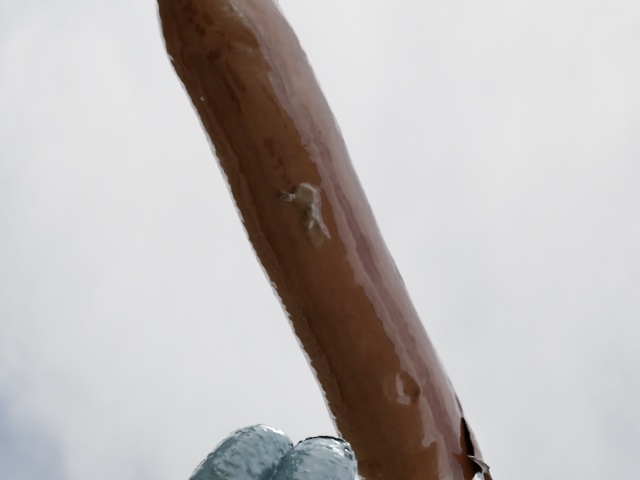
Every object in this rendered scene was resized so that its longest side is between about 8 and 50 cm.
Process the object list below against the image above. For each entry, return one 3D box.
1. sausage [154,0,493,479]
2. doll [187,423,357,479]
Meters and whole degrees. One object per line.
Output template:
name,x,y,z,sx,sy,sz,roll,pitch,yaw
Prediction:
sausage,0.000,0.000,1.176,0.094,0.094,0.419,-6,-69,60
doll,-0.041,0.149,0.639,0.120,0.180,0.075,7,-52,23
